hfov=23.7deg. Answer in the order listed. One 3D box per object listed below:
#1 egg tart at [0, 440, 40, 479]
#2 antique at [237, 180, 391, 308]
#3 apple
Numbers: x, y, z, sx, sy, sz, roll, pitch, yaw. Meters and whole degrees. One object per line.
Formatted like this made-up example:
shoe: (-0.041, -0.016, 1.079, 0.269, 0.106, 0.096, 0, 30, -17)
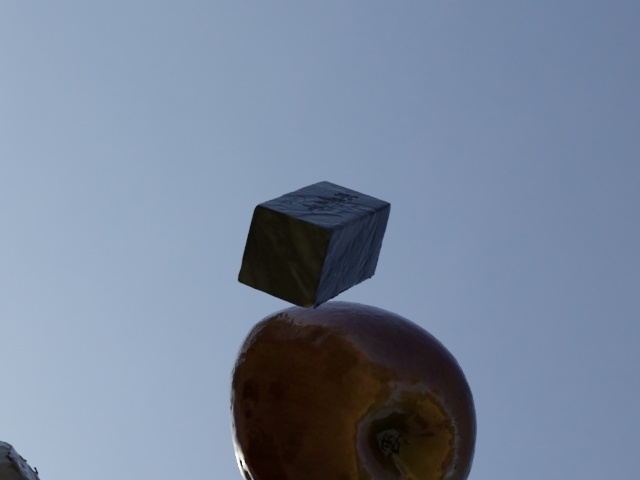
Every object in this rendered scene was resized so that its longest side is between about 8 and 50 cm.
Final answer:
egg tart: (-0.365, 0.367, 1.781, 0.388, 0.169, 0.388, 54, -12, 17)
antique: (0.000, 0.000, 1.570, 0.088, 0.183, 0.086, 20, -72, 19)
apple: (0.047, 0.210, 1.799, 0.301, 0.301, 0.302, 5, -83, 47)
